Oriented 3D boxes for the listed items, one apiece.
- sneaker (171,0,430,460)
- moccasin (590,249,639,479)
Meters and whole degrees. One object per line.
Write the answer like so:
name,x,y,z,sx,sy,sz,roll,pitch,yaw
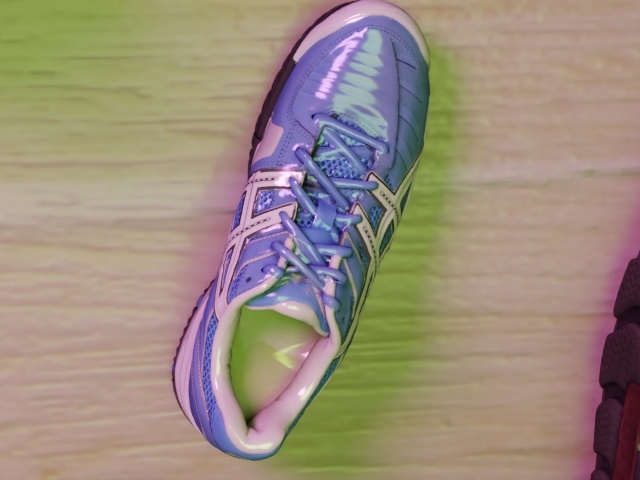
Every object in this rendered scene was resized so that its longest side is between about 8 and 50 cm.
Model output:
sneaker,0.000,0.000,0.692,0.080,0.081,0.211,16,99,-13
moccasin,0.210,0.102,0.733,0.147,0.139,0.380,4,101,-18
